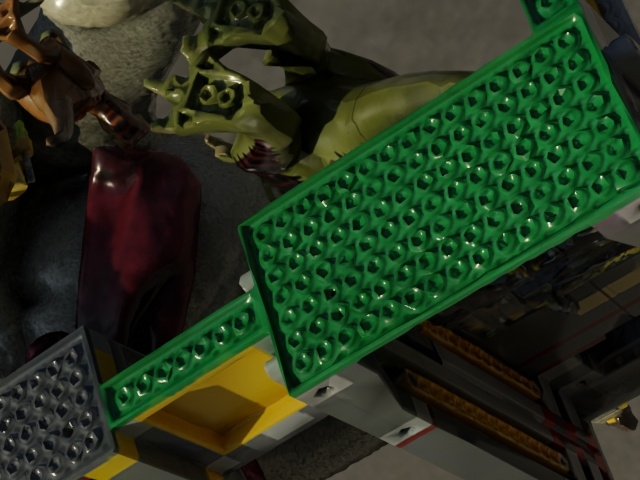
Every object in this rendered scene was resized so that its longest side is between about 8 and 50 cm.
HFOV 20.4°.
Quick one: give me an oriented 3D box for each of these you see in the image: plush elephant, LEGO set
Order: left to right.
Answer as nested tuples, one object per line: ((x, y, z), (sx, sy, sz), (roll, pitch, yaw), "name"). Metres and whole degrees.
((-0.085, 0.072, 0.707), (0.330, 0.272, 0.255), (-35, 33, 36), "plush elephant")
((0.000, 0.000, 0.519), (0.331, 0.192, 0.255), (-39, 53, 15), "LEGO set")
